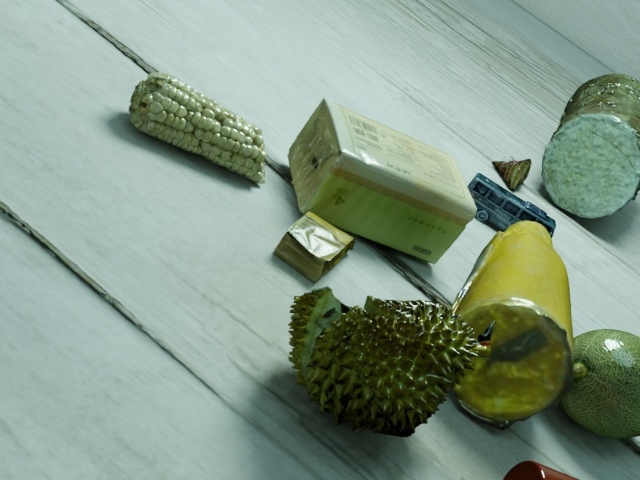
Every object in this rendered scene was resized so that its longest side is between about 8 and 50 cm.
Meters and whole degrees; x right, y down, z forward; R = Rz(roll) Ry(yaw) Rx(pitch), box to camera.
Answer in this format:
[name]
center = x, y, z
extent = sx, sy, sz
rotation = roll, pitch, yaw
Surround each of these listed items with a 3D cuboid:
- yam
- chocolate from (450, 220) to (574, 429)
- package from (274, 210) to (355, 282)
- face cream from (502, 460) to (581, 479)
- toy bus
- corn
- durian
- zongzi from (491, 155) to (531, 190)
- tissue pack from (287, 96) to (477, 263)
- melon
[yam]
center = 0.560, -0.188, 2.076
extent = 0.241, 0.241, 0.348
rotation = 36, 29, 6
[chocolate]
center = 0.255, 0.081, 1.400
extent = 0.162, 0.162, 0.445
rotation = 33, 22, 1
[package]
center = 0.000, 0.000, 1.339
extent = 0.071, 0.047, 0.131
rotation = 35, 28, 11
[face cream]
center = 0.290, 0.307, 1.080
extent = 0.214, 0.096, 0.096
rotation = 24, 27, -16
[toy bus]
center = 0.314, -0.046, 1.740
extent = 0.166, 0.065, 0.047
rotation = 32, 25, 2
[corn]
center = -0.152, -0.152, 1.389
extent = 0.210, 0.087, 0.087
rotation = 23, 28, -16
[durian]
center = 0.076, 0.134, 1.083
extent = 0.237, 0.193, 0.138
rotation = 9, 76, -21
[zongzi]
center = 0.355, -0.133, 1.968
extent = 0.073, 0.067, 0.083
rotation = 24, 7, 9
[tissue pack]
center = 0.083, -0.084, 1.485
extent = 0.234, 0.125, 0.159
rotation = 21, 30, -25
[melon]
center = 0.372, 0.182, 1.334
extent = 0.192, 0.139, 0.139
rotation = 21, 28, -37
